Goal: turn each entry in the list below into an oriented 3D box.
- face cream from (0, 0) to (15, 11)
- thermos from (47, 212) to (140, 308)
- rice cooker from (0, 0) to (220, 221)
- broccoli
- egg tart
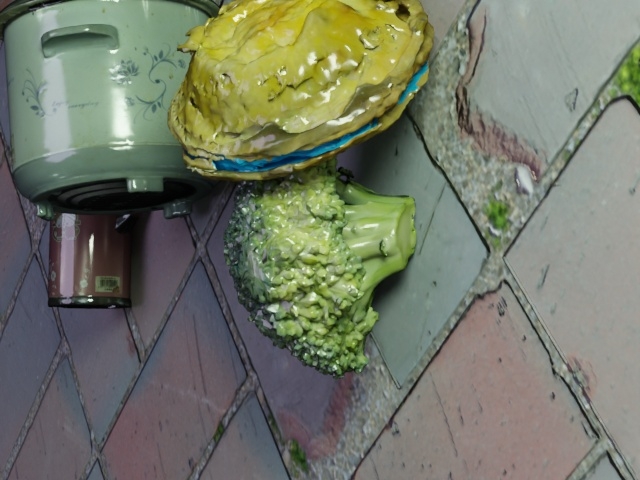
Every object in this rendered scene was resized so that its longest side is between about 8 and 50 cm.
[{"bbox_3d":[-0.412,-0.286,2.032,0.101,0.101,0.251,-60,41,36],"label":"face cream"},{"bbox_3d":[-0.295,-0.078,1.815,0.136,0.110,0.330,-9,80,58],"label":"thermos"},{"bbox_3d":[-0.238,-0.178,1.598,0.316,0.264,0.316,-8,-90,-81],"label":"rice cooker"},{"bbox_3d":[-0.003,-0.001,1.293,0.176,0.226,0.198,22,153,22],"label":"broccoli"},{"bbox_3d":[-0.034,-0.165,1.259,0.291,0.291,0.107,34,156,54],"label":"egg tart"}]
